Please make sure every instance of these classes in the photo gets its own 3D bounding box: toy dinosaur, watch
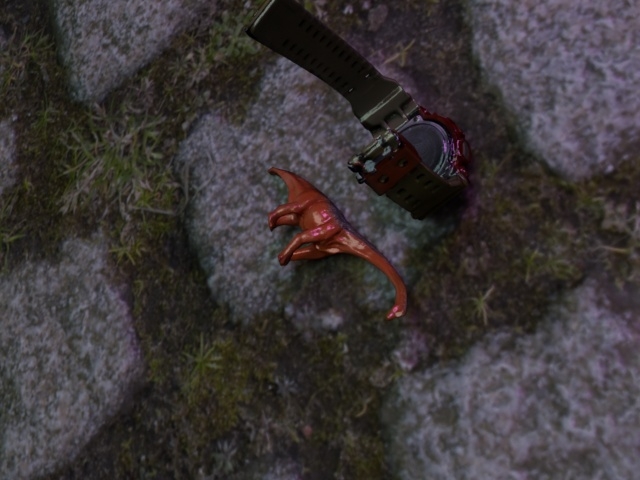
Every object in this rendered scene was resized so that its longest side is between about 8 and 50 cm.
[{"bbox_3d":[-0.002,-0.003,0.905,0.101,0.055,0.280,-28,54,-2],"label":"toy dinosaur"},{"bbox_3d":[0.046,-0.110,0.780,0.102,0.268,0.165,-38,65,18],"label":"watch"}]
